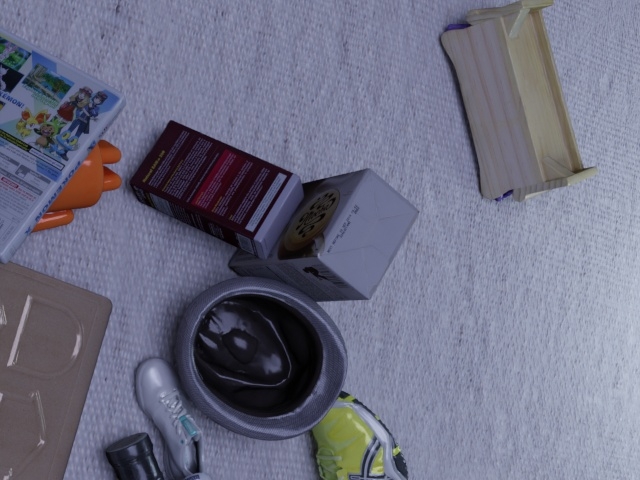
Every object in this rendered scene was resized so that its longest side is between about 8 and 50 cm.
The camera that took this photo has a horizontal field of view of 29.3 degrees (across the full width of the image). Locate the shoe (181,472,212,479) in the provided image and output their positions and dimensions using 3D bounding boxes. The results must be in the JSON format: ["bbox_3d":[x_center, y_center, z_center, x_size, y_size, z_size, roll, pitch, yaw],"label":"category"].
[{"bbox_3d":[-0.162,0.422,1.887,0.063,0.178,0.081,-24,60,4],"label":"shoe"}]

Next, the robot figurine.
[{"bbox_3d":[-0.409,-0.105,1.819,0.219,0.158,0.128,-10,62,-29],"label":"robot figurine"}]

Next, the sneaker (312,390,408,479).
[{"bbox_3d":[0.064,0.420,2.024,0.147,0.145,0.385,-31,99,-28],"label":"sneaker"}]

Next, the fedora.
[{"bbox_3d":[-0.105,0.181,1.947,0.275,0.124,0.244,27,85,-15],"label":"fedora"}]

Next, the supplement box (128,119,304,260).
[{"bbox_3d":[-0.161,-0.080,1.912,0.239,0.073,0.130,25,69,16],"label":"supplement box"}]

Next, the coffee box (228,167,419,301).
[{"bbox_3d":[0.000,0.000,1.938,0.119,0.297,0.168,39,69,-22],"label":"coffee box"}]

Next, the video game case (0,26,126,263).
[{"bbox_3d":[-0.495,-0.165,1.738,0.329,0.036,0.300,29,69,10],"label":"video game case"}]

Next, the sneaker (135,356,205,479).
[{"bbox_3d":[-0.220,0.282,1.906,0.080,0.094,0.212,-22,96,-27],"label":"sneaker"}]

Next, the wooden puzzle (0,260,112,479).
[{"bbox_3d":[-0.477,0.192,1.752,0.348,0.080,0.322,28,72,-46],"label":"wooden puzzle"}]

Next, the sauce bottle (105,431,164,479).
[{"bbox_3d":[-0.237,0.464,1.874,0.111,0.111,0.344,-24,95,-29],"label":"sauce bottle"}]

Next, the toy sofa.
[{"bbox_3d":[0.370,-0.260,2.274,0.150,0.177,0.362,-20,96,-54],"label":"toy sofa"}]
